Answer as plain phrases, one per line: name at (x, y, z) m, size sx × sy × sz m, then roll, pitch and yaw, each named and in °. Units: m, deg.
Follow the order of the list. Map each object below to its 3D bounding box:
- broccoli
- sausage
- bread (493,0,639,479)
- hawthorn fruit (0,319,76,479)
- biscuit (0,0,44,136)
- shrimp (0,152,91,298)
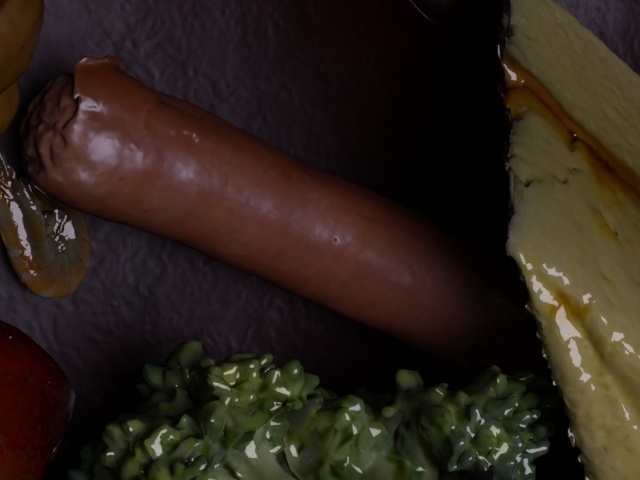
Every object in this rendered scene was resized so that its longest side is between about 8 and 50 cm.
broccoli at (-0.002, 0.201, 1.057) m, size 0.338 × 0.317 × 0.277 m, roll 25°, pitch 70°, yaw -65°
sausage at (0.000, 0.000, 1.128) m, size 0.419 × 0.094 × 0.094 m, roll 25°, pitch 73°, yaw -28°
bread at (0.186, 0.072, 1.153) m, size 0.405 × 0.346 × 0.242 m, roll 36°, pitch 121°, yaw -4°
hawthorn fruit at (-0.229, 0.094, 0.984) m, size 0.172 × 0.148 × 0.148 m, roll 48°, pitch 72°, yaw -17°
biscuit at (-0.298, -0.103, 0.875) m, size 0.325 × 0.107 × 0.326 m, roll -11°, pitch 125°, yaw -16°
shrimp at (-0.173, -0.016, 1.070) m, size 0.059 × 0.023 × 0.108 m, roll -30°, pitch 109°, yaw -34°
